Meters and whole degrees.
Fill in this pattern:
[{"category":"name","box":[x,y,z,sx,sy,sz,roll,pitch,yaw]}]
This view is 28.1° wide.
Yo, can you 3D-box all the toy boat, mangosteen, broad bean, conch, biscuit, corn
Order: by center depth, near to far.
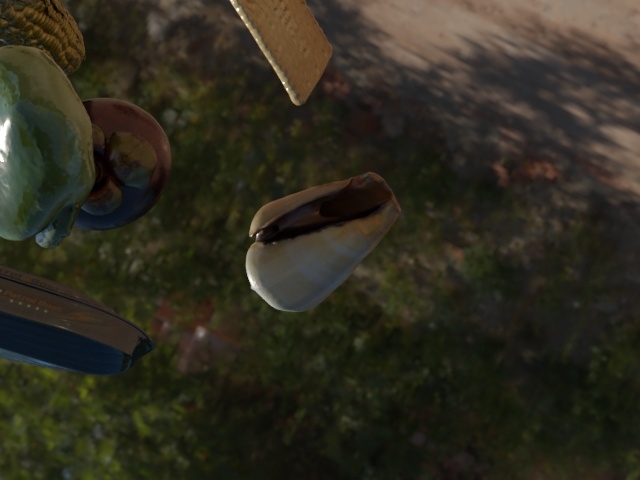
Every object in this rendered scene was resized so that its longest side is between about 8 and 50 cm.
[{"category":"toy boat","box":[-0.273,0.070,1.217,0.246,0.103,0.093,19,143,-20]},{"category":"broad bean","box":[-0.304,-0.093,1.335,0.169,0.100,0.228,12,127,33]},{"category":"corn","box":[-0.372,-0.275,1.595,0.115,0.115,0.318,27,172,8]},{"category":"mangosteen","box":[-0.279,-0.094,1.622,0.199,0.200,0.200,27,175,3]},{"category":"conch","box":[0.002,-0.001,1.790,0.158,0.255,0.127,62,-166,1]},{"category":"biscuit","box":[-0.068,-0.358,2.096,0.030,0.160,0.250,-10,129,35]}]
